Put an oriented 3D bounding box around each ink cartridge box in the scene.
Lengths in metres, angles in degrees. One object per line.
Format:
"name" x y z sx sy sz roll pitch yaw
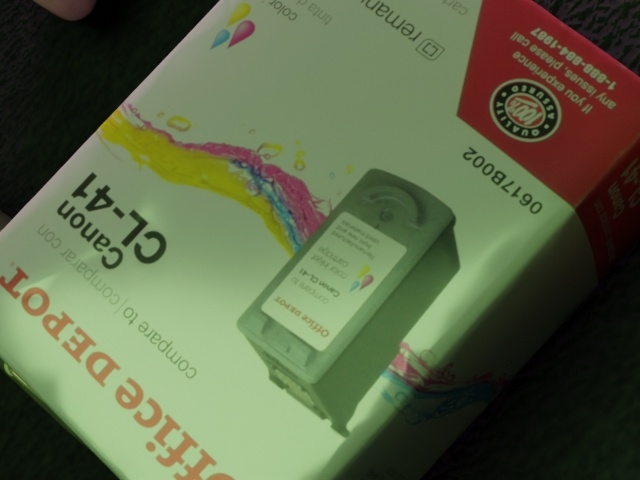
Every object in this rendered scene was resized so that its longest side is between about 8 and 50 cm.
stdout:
"ink cartridge box" 0.000 0.000 0.731 0.226 0.131 0.306 40 83 23

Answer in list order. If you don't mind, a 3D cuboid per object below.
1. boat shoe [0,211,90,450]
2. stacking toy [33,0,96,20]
"boat shoe" -0.214 0.034 0.933 0.305 0.109 0.091 29 88 31
"stacking toy" -0.133 -0.321 0.971 0.141 0.141 0.330 37 94 35
